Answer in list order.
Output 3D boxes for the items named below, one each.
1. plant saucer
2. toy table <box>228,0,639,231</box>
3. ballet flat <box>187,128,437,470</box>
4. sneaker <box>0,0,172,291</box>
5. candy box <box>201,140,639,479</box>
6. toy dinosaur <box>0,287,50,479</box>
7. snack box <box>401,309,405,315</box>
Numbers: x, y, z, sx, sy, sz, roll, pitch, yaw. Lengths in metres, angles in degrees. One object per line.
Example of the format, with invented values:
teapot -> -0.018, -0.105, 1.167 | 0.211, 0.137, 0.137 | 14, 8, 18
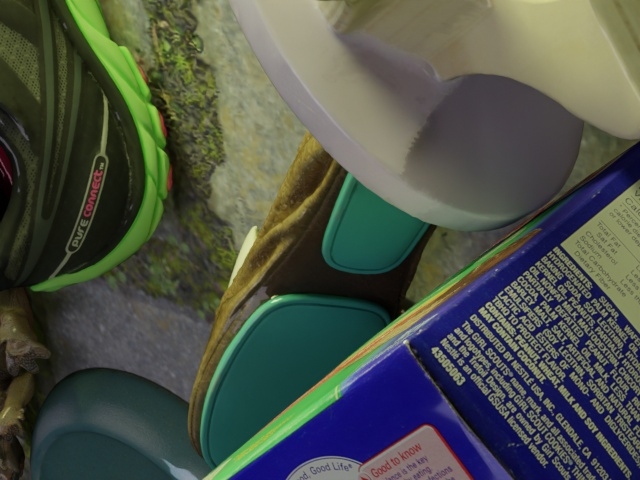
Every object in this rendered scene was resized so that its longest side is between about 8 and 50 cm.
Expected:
plant saucer -> -0.148, 0.260, 1.276 | 0.318, 0.044, 0.317 | 22, 129, 30
toy table -> 0.062, -0.148, 0.701 | 0.274, 0.252, 0.161 | 52, 153, -2
ballet flat -> 0.000, 0.000, 0.925 | 0.124, 0.116, 0.342 | -106, 32, -48
sneaker -> -0.280, -0.178, 0.999 | 0.185, 0.202, 0.482 | -27, 96, 47
candy box -> 0.093, 0.074, 0.739 | 0.122, 0.317, 0.268 | 53, 137, 4
toy dinosaur -> -0.292, 0.085, 1.250 | 0.127, 0.200, 0.295 | 14, 106, -8
snack box -> 0.041, 0.123, 1.022 | 0.100, 0.037, 0.141 | 49, 137, 5
